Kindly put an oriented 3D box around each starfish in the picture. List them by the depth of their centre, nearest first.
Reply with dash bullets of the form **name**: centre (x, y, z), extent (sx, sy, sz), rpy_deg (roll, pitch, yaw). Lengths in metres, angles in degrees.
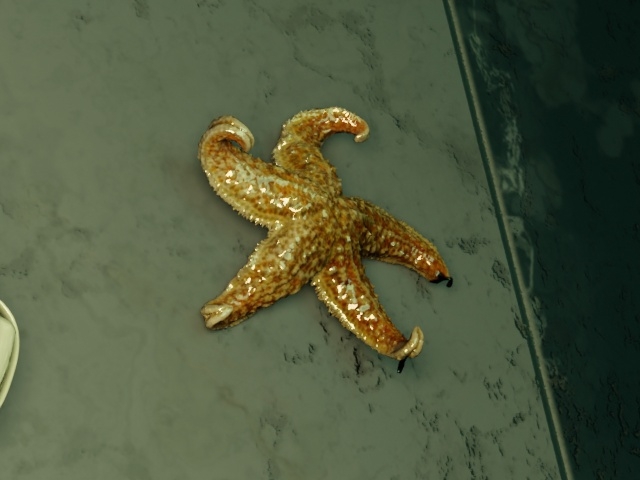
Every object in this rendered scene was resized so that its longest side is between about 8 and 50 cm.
- **starfish**: centre (0.001, 0.001, 1.502), extent (0.312, 0.113, 0.303), rpy_deg (-27, 86, -44)

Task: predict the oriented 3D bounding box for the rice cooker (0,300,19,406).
- **rice cooker**: centre (-0.346, 0.076, 1.194), extent (0.206, 0.127, 0.145), rpy_deg (30, 54, -26)
